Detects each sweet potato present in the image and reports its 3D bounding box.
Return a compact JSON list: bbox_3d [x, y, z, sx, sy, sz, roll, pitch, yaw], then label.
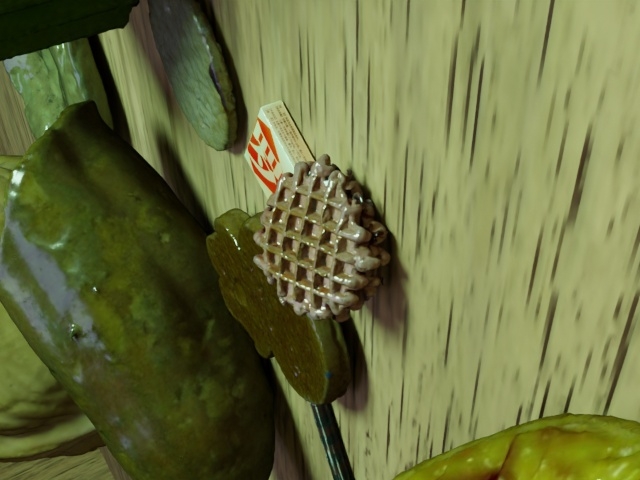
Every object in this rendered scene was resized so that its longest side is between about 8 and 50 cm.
[{"bbox_3d":[-0.123,0.079,0.801,0.370,0.158,0.158,58,162,-10],"label":"sweet potato"}]

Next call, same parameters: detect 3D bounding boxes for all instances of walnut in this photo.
[{"bbox_3d":[-0.293,0.068,1.030,0.333,0.333,0.333,53,157,34],"label":"walnut"}]

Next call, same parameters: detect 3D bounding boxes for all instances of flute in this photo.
[{"bbox_3d":[0.034,0.224,0.745,0.014,0.014,0.270,26,136,62],"label":"flute"}]

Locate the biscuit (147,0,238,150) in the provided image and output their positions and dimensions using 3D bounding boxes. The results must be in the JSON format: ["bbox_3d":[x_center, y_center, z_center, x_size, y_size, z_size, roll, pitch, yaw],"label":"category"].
[{"bbox_3d":[-0.080,-0.110,0.653,0.120,0.015,0.120,54,158,33],"label":"biscuit"}]

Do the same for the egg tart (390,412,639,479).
[{"bbox_3d":[0.065,0.170,0.340,0.147,0.202,0.202,61,162,-12],"label":"egg tart"}]

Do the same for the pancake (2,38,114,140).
[{"bbox_3d":[-0.244,-0.181,0.968,0.242,0.050,0.242,40,141,43],"label":"pancake"}]

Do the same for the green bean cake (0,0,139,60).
[{"bbox_3d":[-0.199,-0.247,0.591,0.250,0.156,0.247,67,164,7],"label":"green bean cake"}]

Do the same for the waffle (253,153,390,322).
[{"bbox_3d":[0.000,0.000,0.519,0.083,0.029,0.075,-47,68,41],"label":"waffle"}]

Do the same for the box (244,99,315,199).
[{"bbox_3d":[-0.011,-0.023,0.570,0.093,0.015,0.058,61,158,14],"label":"box"}]

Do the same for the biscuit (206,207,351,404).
[{"bbox_3d":[-0.027,0.035,0.665,0.175,0.026,0.124,29,137,60],"label":"biscuit"}]
